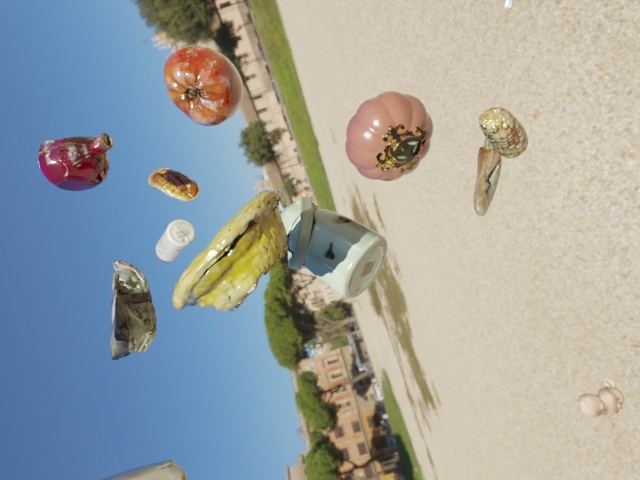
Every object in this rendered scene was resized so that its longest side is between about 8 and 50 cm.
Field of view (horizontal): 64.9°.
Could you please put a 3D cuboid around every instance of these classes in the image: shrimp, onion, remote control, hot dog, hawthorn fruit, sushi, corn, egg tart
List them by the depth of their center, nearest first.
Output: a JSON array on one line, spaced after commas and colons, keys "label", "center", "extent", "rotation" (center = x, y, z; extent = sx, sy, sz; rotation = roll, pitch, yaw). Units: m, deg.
[{"label": "egg tart", "center": [-0.179, 0.045, 1.118], "extent": [0.132, 0.345, 0.345], "rotation": [42, -177, -4]}, {"label": "corn", "center": [0.449, -0.266, 1.231], "extent": [0.253, 0.086, 0.086], "rotation": [13, -126, -56]}, {"label": "sushi", "center": [-0.502, 0.169, 1.350], "extent": [0.134, 0.109, 0.273], "rotation": [-58, 38, 40]}, {"label": "onion", "center": [-0.653, -0.224, 1.396], "extent": [0.195, 0.218, 0.139], "rotation": [8, -112, -68]}, {"label": "shrimp", "center": [0.539, -0.226, 1.625], "extent": [0.168, 0.077, 0.317], "rotation": [-43, -44, -50]}, {"label": "hot dog", "center": [-0.510, -0.195, 1.768], "extent": [0.192, 0.099, 0.053], "rotation": [28, 160, 10]}, {"label": "hawthorn fruit", "center": [-0.412, -0.547, 1.788], "extent": [0.284, 0.284, 0.284], "rotation": [-18, -90, -89]}, {"label": "remote control", "center": [-0.152, -0.115, 2.215], "extent": [0.104, 0.052, 0.247], "rotation": [-92, -21, -56]}]

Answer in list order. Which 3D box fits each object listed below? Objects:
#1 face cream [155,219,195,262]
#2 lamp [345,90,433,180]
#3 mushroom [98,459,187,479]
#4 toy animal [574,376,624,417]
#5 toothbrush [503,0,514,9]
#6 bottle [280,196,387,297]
[{"label": "face cream", "center": [-0.501, 0.017, 1.698], "extent": [0.311, 0.092, 0.092], "rotation": [-33, 72, 59]}, {"label": "lamp", "center": [0.220, -0.351, 1.675], "extent": [0.239, 0.305, 0.305], "rotation": [-120, 8, -46]}, {"label": "mushroom", "center": [-0.485, 0.581, 1.035], "extent": [0.154, 0.407, 0.137], "rotation": [-53, 54, 51]}, {"label": "toy animal", "center": [0.793, 0.455, 1.426], "extent": [0.083, 0.150, 0.089], "rotation": [86, 166, -47]}, {"label": "toothbrush", "center": [0.514, -0.701, 1.339], "extent": [0.021, 0.027, 0.269], "rotation": [79, -154, -58]}, {"label": "bottle", "center": [0.000, 0.000, 1.498], "extent": [0.352, 0.229, 0.229], "rotation": [33, 162, 25]}]
